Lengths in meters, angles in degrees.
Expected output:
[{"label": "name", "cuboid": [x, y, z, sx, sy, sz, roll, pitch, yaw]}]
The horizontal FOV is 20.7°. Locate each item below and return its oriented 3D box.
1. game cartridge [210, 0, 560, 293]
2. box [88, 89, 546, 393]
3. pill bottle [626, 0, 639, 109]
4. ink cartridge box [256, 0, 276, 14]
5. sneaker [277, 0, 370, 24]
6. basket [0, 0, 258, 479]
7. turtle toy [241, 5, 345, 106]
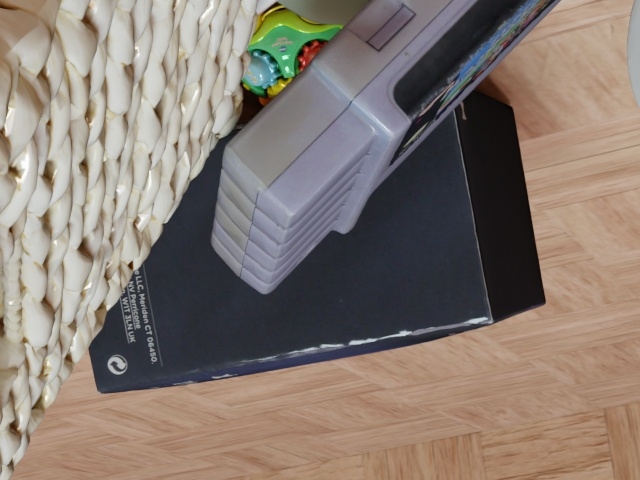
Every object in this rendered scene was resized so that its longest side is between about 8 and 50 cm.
[{"label": "game cartridge", "cuboid": [0.086, -0.124, 0.900, 0.355, 0.068, 0.230, -45, 180, -11]}, {"label": "box", "cuboid": [0.000, 0.000, 1.329, 0.294, 0.182, 0.296, -12, 178, 15]}, {"label": "pill bottle", "cuboid": [0.375, -0.104, 1.118, 0.361, 0.204, 0.204, 9, 157, -40]}, {"label": "ink cartridge box", "cuboid": [-0.124, -0.192, 0.762, 0.261, 0.066, 0.296, 42, 144, -15]}, {"label": "sneaker", "cuboid": [0.056, -0.197, 0.946, 0.256, 0.094, 0.151, -15, 149, 32]}, {"label": "basket", "cuboid": [-0.210, -0.095, 0.632, 0.331, 0.266, 0.328, 28, 151, 6]}, {"label": "turtle toy", "cuboid": [-0.004, -0.129, 1.221, 0.130, 0.066, 0.095, -9, 162, 10]}]
